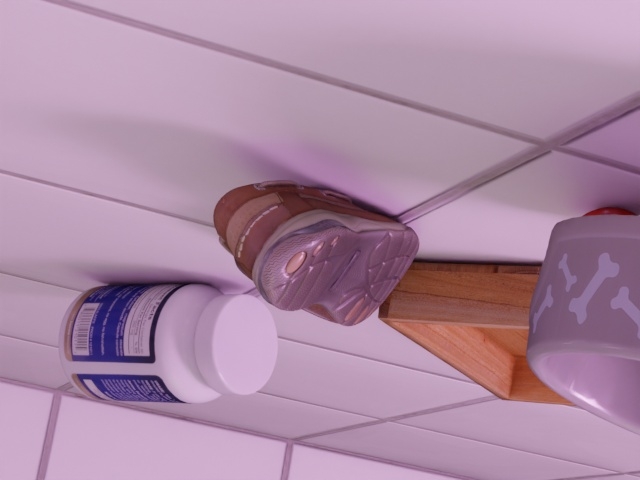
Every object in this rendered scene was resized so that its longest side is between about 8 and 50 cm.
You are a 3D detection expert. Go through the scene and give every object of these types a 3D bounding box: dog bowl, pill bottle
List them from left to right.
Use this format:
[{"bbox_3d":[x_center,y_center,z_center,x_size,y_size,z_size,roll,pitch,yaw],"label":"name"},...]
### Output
[{"bbox_3d":[-0.193,0.131,1.972,0.265,0.153,0.153,-2,161,38],"label":"pill bottle"},{"bbox_3d":[0.321,0.098,1.211,0.349,0.102,0.349,20,166,5],"label":"dog bowl"}]

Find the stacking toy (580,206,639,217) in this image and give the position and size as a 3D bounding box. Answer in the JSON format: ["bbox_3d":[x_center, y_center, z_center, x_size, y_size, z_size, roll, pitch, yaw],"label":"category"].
[{"bbox_3d":[0.377,0.044,1.390,0.330,0.141,0.141,18,164,-5],"label":"stacking toy"}]

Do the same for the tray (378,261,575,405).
[{"bbox_3d":[0.244,0.116,1.802,0.203,0.076,0.411,2,163,27],"label":"tray"}]

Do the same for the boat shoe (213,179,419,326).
[{"bbox_3d":[0.000,0.000,1.490,0.116,0.123,0.324,40,-174,21],"label":"boat shoe"}]

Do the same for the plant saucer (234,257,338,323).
[{"bbox_3d":[-0.026,0.046,1.655,0.168,0.029,0.168,28,-174,-3],"label":"plant saucer"}]
